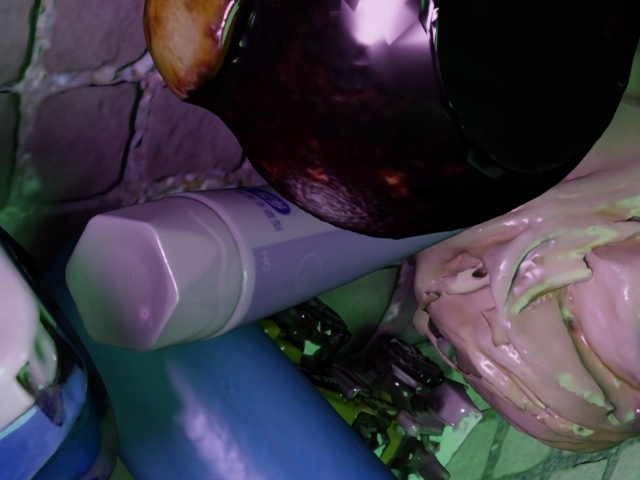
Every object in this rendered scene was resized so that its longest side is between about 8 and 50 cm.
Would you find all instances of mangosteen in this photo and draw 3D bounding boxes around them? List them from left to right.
[{"bbox_3d":[0.033,-0.141,0.944,0.287,0.233,0.288,-11,112,-30],"label":"mangosteen"}]

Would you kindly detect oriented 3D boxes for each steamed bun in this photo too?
[{"bbox_3d":[0.225,0.023,1.287,0.280,0.207,0.268,-48,140,-4],"label":"steamed bun"}]

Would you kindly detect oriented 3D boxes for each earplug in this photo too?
[{"bbox_3d":[-0.063,0.106,1.071,0.132,0.273,0.132,-38,-176,3],"label":"earplug"}]

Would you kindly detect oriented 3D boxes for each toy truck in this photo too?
[{"bbox_3d":[0.018,0.130,1.255,0.286,0.111,0.136,25,104,-49],"label":"toy truck"}]

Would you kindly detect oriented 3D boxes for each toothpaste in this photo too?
[{"bbox_3d":[0.000,0.000,1.065,0.371,0.125,0.080,-11,92,-55],"label":"toothpaste"}]

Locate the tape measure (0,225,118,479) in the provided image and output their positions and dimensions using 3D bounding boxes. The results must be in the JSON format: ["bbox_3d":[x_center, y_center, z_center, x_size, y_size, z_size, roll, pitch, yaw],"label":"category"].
[{"bbox_3d":[-0.254,0.050,0.834,0.262,0.259,0.138,-32,137,-13],"label":"tape measure"}]
